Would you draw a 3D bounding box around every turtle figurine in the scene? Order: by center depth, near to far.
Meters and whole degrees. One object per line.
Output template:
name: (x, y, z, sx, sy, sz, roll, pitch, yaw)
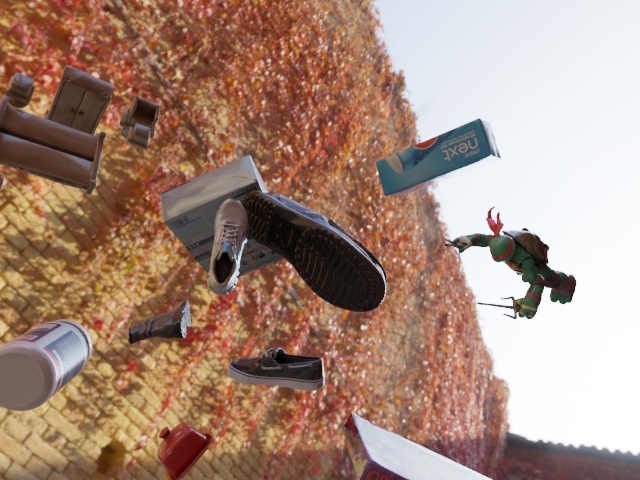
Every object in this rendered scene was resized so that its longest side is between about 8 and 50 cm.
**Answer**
turtle figurine: (0.308, 0.039, 0.819, 0.234, 0.175, 0.118, 16, -53, -40)

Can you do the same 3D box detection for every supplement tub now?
supplement tub: (-0.790, 0.343, 1.471, 0.191, 0.272, 0.191, 0, -83, 0)

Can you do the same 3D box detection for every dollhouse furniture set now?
dollhouse furniture set: (-0.532, -0.169, 1.106, 0.303, 0.355, 0.174, 18, -36, -31)

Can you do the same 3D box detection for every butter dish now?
butter dish: (-0.391, 0.557, 1.414, 0.118, 0.160, 0.160, 48, -22, -11)

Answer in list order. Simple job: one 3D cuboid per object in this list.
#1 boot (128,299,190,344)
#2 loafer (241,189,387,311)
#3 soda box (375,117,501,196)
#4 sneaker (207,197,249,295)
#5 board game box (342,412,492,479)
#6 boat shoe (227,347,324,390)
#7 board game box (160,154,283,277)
boot: (-0.471, 0.235, 1.516, 0.161, 0.246, 0.083, -5, -83, -6)
loafer: (0.000, 0.000, 1.041, 0.366, 0.130, 0.133, 39, -60, 26)
soda box: (0.210, -0.146, 0.944, 0.210, 0.067, 0.071, -19, -99, 33)
sneaker: (-0.174, 0.009, 0.986, 0.071, 0.190, 0.083, 6, -10, -9)
board game box: (0.214, 0.454, 0.976, 0.347, 0.208, 0.056, 27, -85, -7)
boat shoe: (-0.133, 0.360, 1.501, 0.301, 0.108, 0.102, 3, -79, 22)
board game box: (-0.211, -0.035, 1.248, 0.224, 0.097, 0.303, -22, -37, 0)
